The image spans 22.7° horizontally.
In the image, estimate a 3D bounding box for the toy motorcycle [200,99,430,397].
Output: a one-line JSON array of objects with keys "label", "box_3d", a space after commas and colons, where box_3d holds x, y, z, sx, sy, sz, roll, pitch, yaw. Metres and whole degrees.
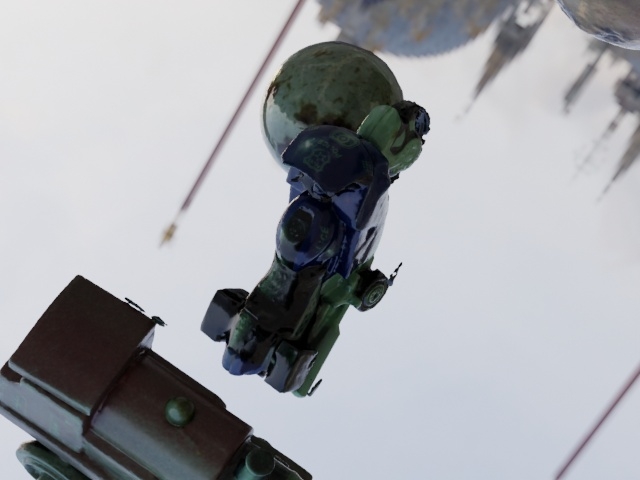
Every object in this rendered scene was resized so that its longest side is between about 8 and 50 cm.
[{"label": "toy motorcycle", "box_3d": [0.000, 0.000, 1.630, 0.125, 0.331, 0.196, 36, -164, 27]}]

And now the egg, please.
[{"label": "egg", "box_3d": [0.016, -0.151, 1.867, 0.169, 0.169, 0.231, 31, -160, -2]}]

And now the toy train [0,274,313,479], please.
[{"label": "toy train", "box_3d": [-0.136, 0.173, 1.353, 0.304, 0.221, 0.150, 33, -117, 6]}]

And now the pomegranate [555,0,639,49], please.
[{"label": "pomegranate", "box_3d": [0.399, -0.369, 1.874, 0.322, 0.322, 0.322, 25, -153, -14]}]
